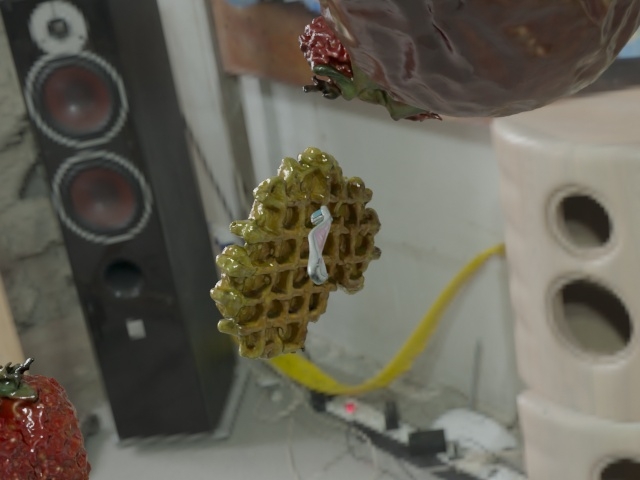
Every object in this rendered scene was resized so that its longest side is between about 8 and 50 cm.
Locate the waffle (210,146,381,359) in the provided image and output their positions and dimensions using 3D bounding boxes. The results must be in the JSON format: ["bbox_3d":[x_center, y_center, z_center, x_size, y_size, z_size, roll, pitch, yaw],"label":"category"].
[{"bbox_3d":[-0.025,0.027,1.496,0.056,0.249,0.253,17,71,35],"label":"waffle"}]

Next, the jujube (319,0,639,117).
[{"bbox_3d":[0.067,-0.162,0.609,0.190,0.190,0.255,0,-9,19],"label":"jujube"}]

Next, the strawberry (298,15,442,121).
[{"bbox_3d":[0.062,-0.209,1.319,0.167,0.087,0.208,18,38,-15],"label":"strawberry"}]

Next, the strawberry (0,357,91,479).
[{"bbox_3d":[-0.264,0.228,1.181,0.106,0.236,0.175,11,25,10],"label":"strawberry"}]

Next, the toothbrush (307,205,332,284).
[{"bbox_3d":[0.000,0.000,1.097,0.022,0.017,0.204,-32,12,8],"label":"toothbrush"}]
